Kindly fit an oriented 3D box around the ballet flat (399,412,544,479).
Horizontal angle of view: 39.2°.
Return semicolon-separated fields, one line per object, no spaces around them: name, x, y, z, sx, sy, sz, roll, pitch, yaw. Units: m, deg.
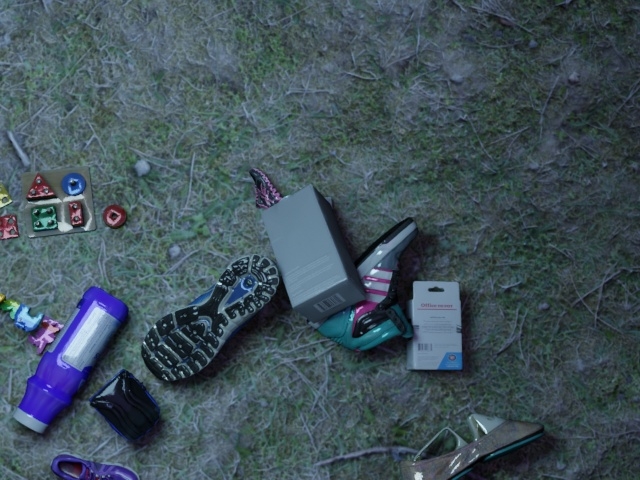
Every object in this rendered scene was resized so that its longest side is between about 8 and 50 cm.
ballet flat;0.299;0.411;1.805;0.316;0.107;0.106;-24;72;-14

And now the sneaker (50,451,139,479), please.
sneaker;-0.425;0.445;1.685;0.170;0.071;0.068;15;78;-8

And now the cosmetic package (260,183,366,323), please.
cosmetic package;-0.016;0.024;1.751;0.127;0.107;0.238;-27;55;14

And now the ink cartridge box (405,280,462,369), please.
ink cartridge box;0.233;0.177;1.852;0.104;0.060;0.180;2;80;-9

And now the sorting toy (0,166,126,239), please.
sorting toy;-0.528;-0.078;1.771;0.275;0.046;0.132;-7;81;-11

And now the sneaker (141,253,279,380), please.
sneaker;-0.202;0.155;1.748;0.330;0.147;0.129;-38;83;6

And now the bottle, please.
bottle;-0.471;0.224;1.691;0.092;0.118;0.282;32;76;-4

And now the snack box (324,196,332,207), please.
snack box;0.000;0.000;1.862;0.064;0.022;0.178;-5;81;-13

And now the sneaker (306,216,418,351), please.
sneaker;0.133;0.111;1.799;0.178;0.124;0.295;43;89;-4

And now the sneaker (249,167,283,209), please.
sneaker;-0.118;-0.094;1.850;0.057;0.047;0.119;-35;86;-2

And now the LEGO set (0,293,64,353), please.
LEGO set;-0.608;0.151;1.697;0.227;0.087;0.093;26;77;-3

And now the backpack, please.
backpack;-0.363;0.313;1.703;0.098;0.101;0.120;-44;94;-12
